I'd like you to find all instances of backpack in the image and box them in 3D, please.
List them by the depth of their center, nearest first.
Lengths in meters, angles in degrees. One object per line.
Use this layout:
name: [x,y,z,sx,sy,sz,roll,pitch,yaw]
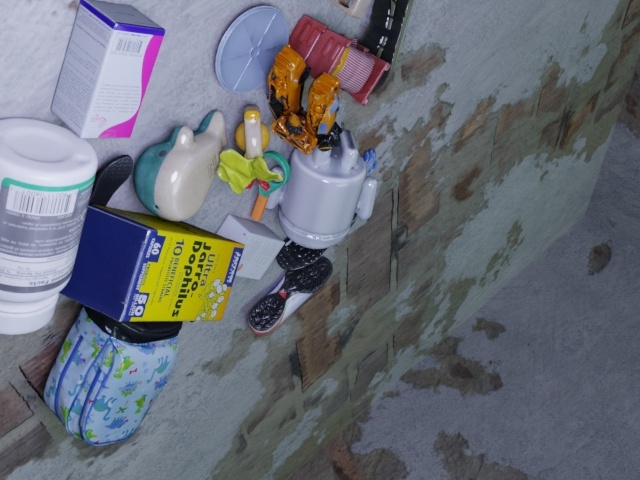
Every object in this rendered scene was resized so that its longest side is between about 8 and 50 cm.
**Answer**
backpack: [-0.496,0.305,1.863,0.355,0.273,0.290,-45,159,15]

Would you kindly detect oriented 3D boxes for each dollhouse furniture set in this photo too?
dollhouse furniture set: [0.097,-0.518,1.778,0.201,0.152,0.374,5,120,-56]

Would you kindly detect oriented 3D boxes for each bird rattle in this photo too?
bird rattle: [-0.145,-0.206,1.797,0.253,0.143,0.206,-71,162,-79]

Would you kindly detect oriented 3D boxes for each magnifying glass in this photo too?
magnifying glass: [-0.137,-0.133,1.992,0.026,0.092,0.231,-44,166,-41]

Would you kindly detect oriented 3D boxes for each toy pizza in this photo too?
toy pizza: [-0.150,-0.410,1.686,0.201,0.032,0.201,-35,147,-27]

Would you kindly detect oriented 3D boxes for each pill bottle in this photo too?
pill bottle: [-0.539,-0.019,1.425,0.204,0.204,0.360,-13,135,-48]

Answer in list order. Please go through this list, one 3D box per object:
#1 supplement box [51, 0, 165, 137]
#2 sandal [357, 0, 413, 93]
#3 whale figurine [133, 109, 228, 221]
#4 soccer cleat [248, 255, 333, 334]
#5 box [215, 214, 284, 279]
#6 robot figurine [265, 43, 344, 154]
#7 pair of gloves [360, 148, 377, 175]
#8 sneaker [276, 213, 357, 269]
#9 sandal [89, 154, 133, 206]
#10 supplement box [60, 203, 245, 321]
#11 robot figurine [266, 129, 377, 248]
supplement box: [-0.381,-0.302,1.406,0.111,0.114,0.220,-9,130,-52]
sandal: [0.161,-0.496,1.943,0.086,0.120,0.302,-27,146,-59]
whale figurine: [-0.299,-0.170,1.694,0.216,0.141,0.272,86,26,-52]
soccer cleat: [-0.094,0.165,2.398,0.318,0.108,0.116,-43,171,-17]
box: [-0.198,0.020,2.066,0.130,0.091,0.170,-55,151,10]
robot figurine: [-0.044,-0.296,1.747,0.085,0.211,0.291,-50,169,-23]
pair of gloves: [0.094,-0.190,2.300,0.198,0.023,0.159,-16,137,-44]
sneaker: [0.000,0.000,2.315,0.283,0.107,0.124,-38,165,-7]
sandal: [-0.448,-0.116,1.619,0.067,0.040,0.179,4,136,-50]
supplement box: [-0.356,0.055,1.704,0.357,0.195,0.194,10,98,-64]
robot figurine: [0.003,-0.122,2.065,0.300,0.199,0.353,8,127,-11]
